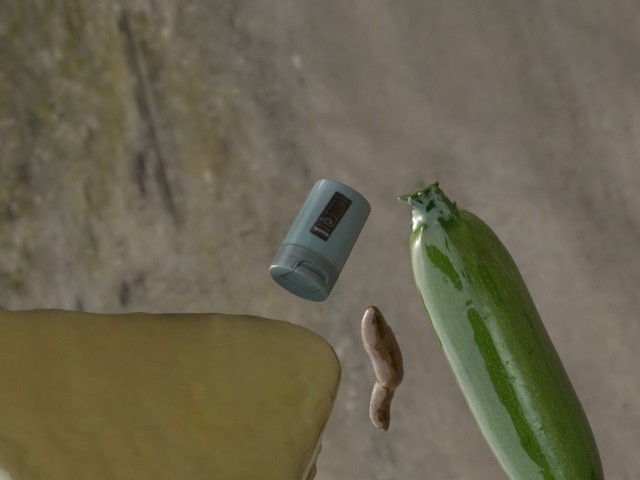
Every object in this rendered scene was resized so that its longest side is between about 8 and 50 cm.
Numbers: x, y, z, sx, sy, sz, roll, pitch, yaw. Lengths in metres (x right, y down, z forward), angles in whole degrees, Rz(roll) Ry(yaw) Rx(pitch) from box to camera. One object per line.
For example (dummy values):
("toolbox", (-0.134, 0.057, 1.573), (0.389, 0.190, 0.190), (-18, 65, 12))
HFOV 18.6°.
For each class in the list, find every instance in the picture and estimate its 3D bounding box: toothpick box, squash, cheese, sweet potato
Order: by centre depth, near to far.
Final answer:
("toothpick box", (0.000, 0.000, 1.528), (0.052, 0.083, 0.052), (23, 158, 10))
("cheese", (-0.143, 0.199, 1.531), (0.384, 0.384, 0.104), (53, 139, 40))
("squash", (0.180, 0.115, 1.935), (0.395, 0.107, 0.107), (63, 160, -17))
("sweet potato", (0.065, 0.127, 2.016), (0.044, 0.044, 0.179), (51, 159, 42))
